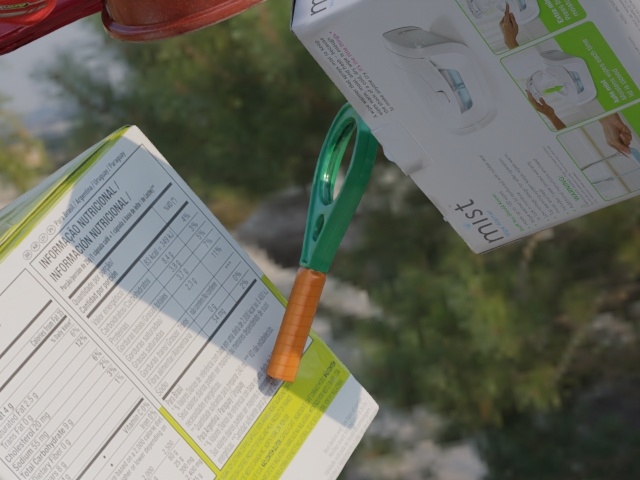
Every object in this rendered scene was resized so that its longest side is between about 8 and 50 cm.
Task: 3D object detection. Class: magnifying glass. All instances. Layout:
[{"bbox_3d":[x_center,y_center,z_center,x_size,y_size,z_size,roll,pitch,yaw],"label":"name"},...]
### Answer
[{"bbox_3d":[0.000,0.000,1.583,0.026,0.231,0.092,15,-1,-17],"label":"magnifying glass"}]

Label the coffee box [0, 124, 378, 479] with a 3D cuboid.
[{"bbox_3d":[-0.226,0.172,1.631,0.337,0.334,0.338,-29,17,43],"label":"coffee box"}]

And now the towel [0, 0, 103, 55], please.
[{"bbox_3d":[-0.281,-0.308,1.820,0.199,0.275,0.031,-27,-20,-15],"label":"towel"}]

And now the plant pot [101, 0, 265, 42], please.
[{"bbox_3d":[-0.118,-0.341,1.562,0.272,0.265,0.272,-24,27,13],"label":"plant pot"}]

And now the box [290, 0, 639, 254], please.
[{"bbox_3d":[0.146,-0.140,1.422,0.231,0.262,0.127,-22,40,28],"label":"box"}]

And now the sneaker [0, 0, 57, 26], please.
[{"bbox_3d":[-0.294,-0.159,1.235,0.279,0.107,0.118,-1,-25,-1],"label":"sneaker"}]
